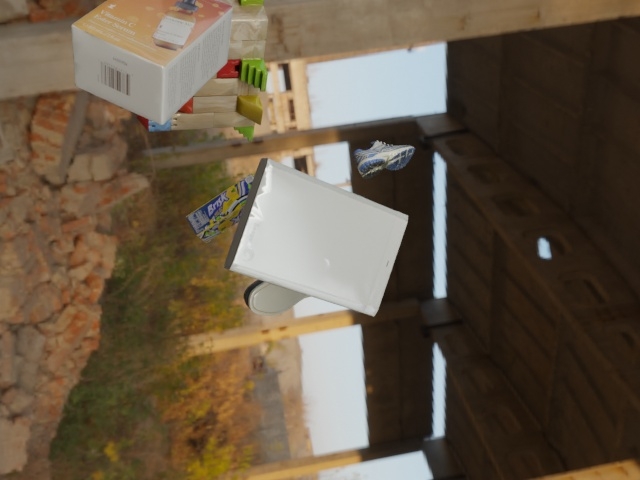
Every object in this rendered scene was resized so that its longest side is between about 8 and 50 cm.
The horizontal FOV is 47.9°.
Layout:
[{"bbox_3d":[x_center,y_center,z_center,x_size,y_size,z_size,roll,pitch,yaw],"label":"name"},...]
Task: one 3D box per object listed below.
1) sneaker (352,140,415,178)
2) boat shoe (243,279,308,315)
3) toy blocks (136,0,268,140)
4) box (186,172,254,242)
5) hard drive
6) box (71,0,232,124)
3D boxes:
[{"bbox_3d":[0.115,-0.160,1.312,0.058,0.135,0.052,53,-40,25],"label":"sneaker"},{"bbox_3d":[-0.077,0.087,1.537,0.079,0.254,0.095,27,-57,33],"label":"boat shoe"},{"bbox_3d":[-0.261,-0.372,1.523,0.381,0.260,0.191,106,-26,-50],"label":"toy blocks"},{"bbox_3d":[-0.192,-0.068,1.512,0.054,0.169,0.059,58,1,20],"label":"box"},{"bbox_3d":[0.000,0.000,1.303,0.040,0.307,0.203,14,-95,62],"label":"hard drive"},{"bbox_3d":[-0.209,-0.248,0.915,0.091,0.130,0.170,106,11,-47],"label":"box"}]
